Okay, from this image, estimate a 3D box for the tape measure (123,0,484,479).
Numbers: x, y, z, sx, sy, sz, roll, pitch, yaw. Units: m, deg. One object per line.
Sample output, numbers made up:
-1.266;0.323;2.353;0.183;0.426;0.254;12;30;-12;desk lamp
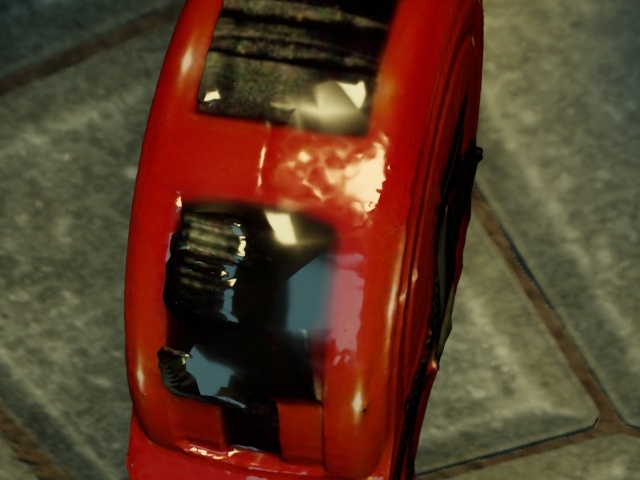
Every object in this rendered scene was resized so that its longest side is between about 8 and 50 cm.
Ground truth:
0.000;0.000;0.679;0.114;0.253;0.260;10;137;9;tape measure
